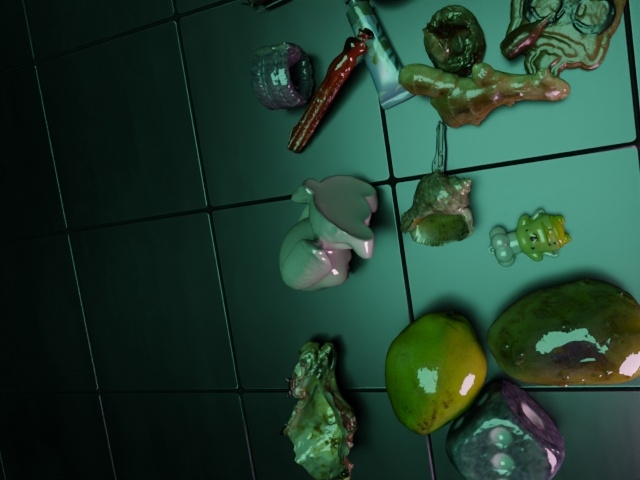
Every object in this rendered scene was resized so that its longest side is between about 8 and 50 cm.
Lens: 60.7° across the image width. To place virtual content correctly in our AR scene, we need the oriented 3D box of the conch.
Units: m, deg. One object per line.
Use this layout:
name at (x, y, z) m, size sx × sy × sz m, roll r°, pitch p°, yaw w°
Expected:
conch at (0.251, -0.058, 1.166) m, size 0.207 × 0.130 × 0.155 m, roll -44°, pitch 68°, yaw 35°

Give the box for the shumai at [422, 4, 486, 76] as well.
shumai at (0.276, -0.407, 1.131) m, size 0.123 × 0.105 × 0.139 m, roll -13°, pitch 118°, yaw 19°

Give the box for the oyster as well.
oyster at (-0.009, 0.414, 1.337) m, size 0.198 × 0.133 × 0.336 m, roll -10°, pitch 92°, yaw 25°

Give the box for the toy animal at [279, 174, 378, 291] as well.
toy animal at (0.000, 0.000, 1.241) m, size 0.206 × 0.271 × 0.265 m, roll 22°, pitch 132°, yaw -10°

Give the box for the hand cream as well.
hand cream at (0.126, -0.424, 1.209) m, size 0.088 × 0.055 × 0.255 m, roll -24°, pitch 96°, yaw 22°

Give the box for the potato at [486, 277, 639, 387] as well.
potato at (0.490, 0.190, 1.085) m, size 0.308 × 0.173 × 0.210 m, roll -13°, pitch 95°, yaw 20°

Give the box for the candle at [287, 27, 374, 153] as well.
candle at (0.011, -0.332, 1.235) m, size 0.051 × 0.048 × 0.329 m, roll 26°, pitch 121°, yaw -16°

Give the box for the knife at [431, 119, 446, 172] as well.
knife at (0.262, -0.202, 1.201) m, size 0.031 × 0.018 × 0.121 m, roll 3°, pitch 97°, yaw 19°

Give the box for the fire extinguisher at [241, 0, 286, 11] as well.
fire extinguisher at (-0.100, -0.581, 1.283) m, size 0.173 × 0.035 × 0.049 m, roll -18°, pitch 129°, yaw 23°

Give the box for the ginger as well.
ginger at (0.325, -0.301, 1.111) m, size 0.334 × 0.081 × 0.147 m, roll 1°, pitch 122°, yaw 24°

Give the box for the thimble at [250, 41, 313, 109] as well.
thimble at (-0.086, -0.373, 1.242) m, size 0.098 × 0.150 × 0.150 m, roll -1°, pitch 97°, yaw 25°

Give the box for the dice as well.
dice at (0.386, 0.423, 1.153) m, size 0.182 × 0.181 × 0.183 m, roll 42°, pitch 108°, yaw 11°

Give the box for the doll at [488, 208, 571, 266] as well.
doll at (0.430, -0.001, 1.139) m, size 0.163 × 0.062 × 0.106 m, roll -20°, pitch 86°, yaw 24°

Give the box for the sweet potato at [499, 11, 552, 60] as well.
sweet potato at (0.400, -0.401, 1.063) m, size 0.117 × 0.049 × 0.049 m, roll -38°, pitch 83°, yaw 35°

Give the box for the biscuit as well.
biscuit at (0.474, -0.443, 1.069) m, size 0.209 × 0.041 × 0.290 m, roll 22°, pitch 105°, yaw 18°

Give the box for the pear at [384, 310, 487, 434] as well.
pear at (0.242, 0.281, 1.177) m, size 0.213 × 0.212 × 0.269 m, roll 17°, pitch 90°, yaw 19°
